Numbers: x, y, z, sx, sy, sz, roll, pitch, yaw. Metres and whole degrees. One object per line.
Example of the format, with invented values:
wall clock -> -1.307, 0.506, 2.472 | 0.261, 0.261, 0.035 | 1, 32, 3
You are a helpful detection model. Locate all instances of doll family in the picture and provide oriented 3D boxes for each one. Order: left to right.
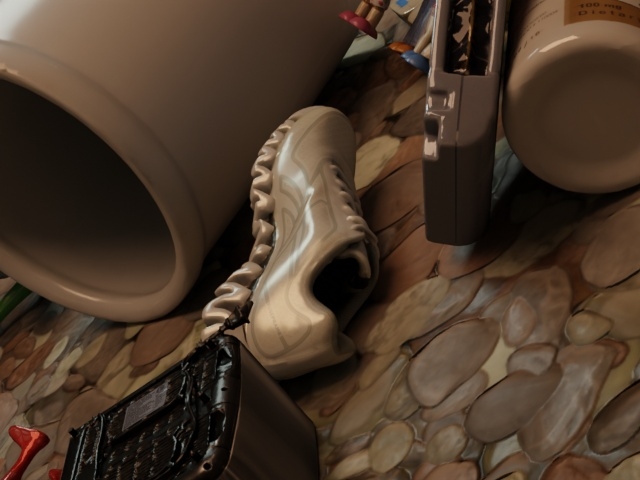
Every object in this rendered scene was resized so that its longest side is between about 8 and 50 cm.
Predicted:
doll family -> 0.131, -0.231, 1.404 | 0.163, 0.118, 0.263 | -59, 27, 8

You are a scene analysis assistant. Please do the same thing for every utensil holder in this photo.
utensil holder -> -0.176, -0.169, 1.509 | 0.327, 0.327, 0.385 | -14, 35, 47

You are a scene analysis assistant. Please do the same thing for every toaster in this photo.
toaster -> -0.092, 0.167, 1.070 | 0.185, 0.110, 0.168 | -34, 25, 18

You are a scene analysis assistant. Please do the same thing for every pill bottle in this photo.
pill bottle -> 0.203, -0.149, 1.129 | 0.131, 0.131, 0.229 | -29, 27, 27

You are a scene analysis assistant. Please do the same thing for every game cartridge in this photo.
game cartridge -> 0.114, -0.156, 1.155 | 0.196, 0.060, 0.294 | 88, -172, -67

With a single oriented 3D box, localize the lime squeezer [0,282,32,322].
lime squeezer -> -0.331, -0.006, 1.748 | 0.110, 0.059, 0.310 | -8, 66, 40

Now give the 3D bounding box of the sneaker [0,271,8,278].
sneaker -> -0.405, -0.042, 1.680 | 0.125, 0.104, 0.262 | -12, 32, -32

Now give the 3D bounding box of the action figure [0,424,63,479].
action figure -> -0.324, 0.285, 1.254 | 0.139, 0.091, 0.280 | -6, 40, 43

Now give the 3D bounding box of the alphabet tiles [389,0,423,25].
alphabet tiles -> 0.197, -0.314, 1.556 | 0.284, 0.021, 0.278 | -41, 24, 2

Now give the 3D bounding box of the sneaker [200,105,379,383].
sneaker -> 0.000, 0.000, 1.240 | 0.118, 0.110, 0.292 | -16, 42, 31
